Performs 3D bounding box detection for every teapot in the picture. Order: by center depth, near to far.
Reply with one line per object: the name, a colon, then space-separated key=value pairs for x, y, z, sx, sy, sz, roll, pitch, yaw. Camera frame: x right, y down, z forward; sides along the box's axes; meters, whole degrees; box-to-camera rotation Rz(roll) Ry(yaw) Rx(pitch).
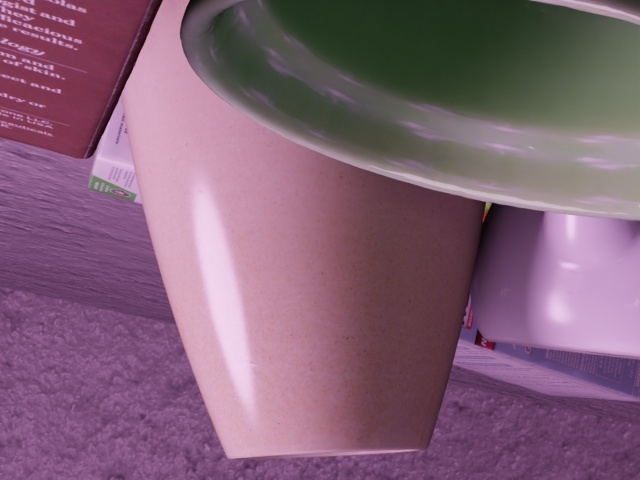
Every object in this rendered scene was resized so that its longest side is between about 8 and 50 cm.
teapot: x=0.224 y=-0.013 z=0.903 sx=0.252 sy=0.187 sz=0.256 roll=8 pitch=175 yaw=-12

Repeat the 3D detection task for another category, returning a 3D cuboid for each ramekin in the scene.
ramekin: x=0.100 y=-0.122 z=0.621 sx=0.303 sy=0.148 sz=0.303 roll=12 pitch=169 yaw=2

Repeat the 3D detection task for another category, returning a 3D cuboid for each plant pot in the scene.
plant pot: x=0.000 y=0.000 z=0.873 sx=0.256 sy=0.274 sz=0.256 roll=-3 pitch=170 yaw=-1

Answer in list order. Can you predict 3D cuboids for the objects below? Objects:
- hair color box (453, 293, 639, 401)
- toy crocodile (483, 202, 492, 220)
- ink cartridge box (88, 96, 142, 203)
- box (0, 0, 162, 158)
hair color box: x=0.231 y=0.107 z=1.699 sx=0.374 sy=0.114 sz=0.185 roll=19 pitch=167 yaw=-33
toy crocodile: x=0.220 y=-0.024 z=1.084 sx=0.340 sy=0.105 sz=0.115 roll=16 pitch=168 yaw=-16
ink cartridge box: x=-0.098 y=-0.072 z=1.243 sx=0.208 sy=0.087 sz=0.153 roll=16 pitch=168 yaw=-11
box: x=-0.114 y=-0.168 z=0.527 sx=0.143 sy=0.191 sz=0.381 roll=15 pitch=168 yaw=-14
